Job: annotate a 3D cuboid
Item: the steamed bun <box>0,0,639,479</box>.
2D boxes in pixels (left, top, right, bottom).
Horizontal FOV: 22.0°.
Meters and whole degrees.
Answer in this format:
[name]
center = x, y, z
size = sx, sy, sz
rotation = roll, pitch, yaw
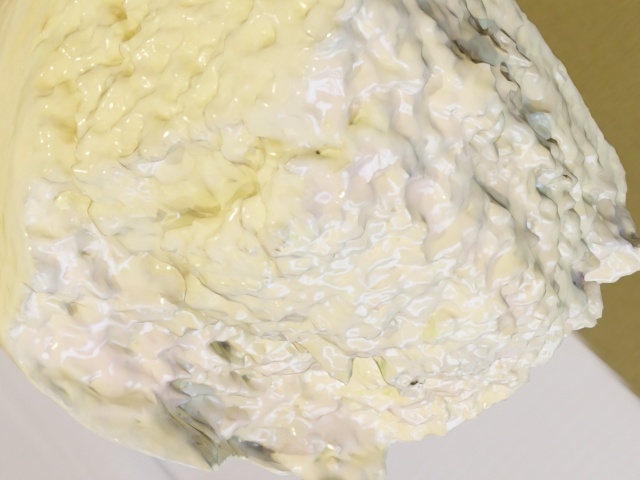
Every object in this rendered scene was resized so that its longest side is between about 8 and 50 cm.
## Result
[steamed bun]
center = 0.000, 0.000, 0.531
size = 0.200, 0.170, 0.225
rotation = -3, 156, 41
